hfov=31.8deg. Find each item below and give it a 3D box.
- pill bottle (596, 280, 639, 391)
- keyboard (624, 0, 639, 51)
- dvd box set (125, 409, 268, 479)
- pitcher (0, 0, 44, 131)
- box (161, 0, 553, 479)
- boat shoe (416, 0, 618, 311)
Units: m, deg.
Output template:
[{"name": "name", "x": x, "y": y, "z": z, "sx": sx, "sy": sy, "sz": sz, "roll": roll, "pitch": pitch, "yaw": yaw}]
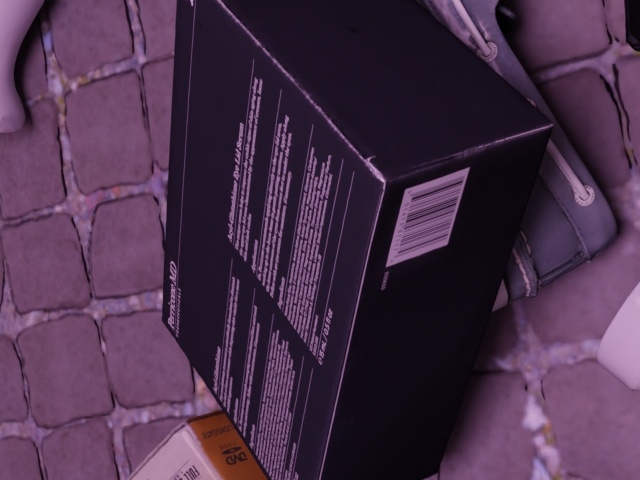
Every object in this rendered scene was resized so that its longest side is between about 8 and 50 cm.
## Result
[{"name": "pill bottle", "x": 0.244, "y": 0.087, "z": 0.539, "sx": 0.208, "sy": 0.117, "sz": 0.118, "roll": 39, "pitch": 111, "yaw": 23}, {"name": "keyboard", "x": 0.208, "y": -0.201, "z": 0.602, "sx": 0.100, "sy": 0.038, "sz": 0.192, "roll": 1, "pitch": 95, "yaw": 53}, {"name": "dvd box set", "x": -0.048, "y": 0.372, "z": 0.758, "sx": 0.308, "sy": 0.062, "sz": 0.420, "roll": -48, "pitch": 70, "yaw": 23}, {"name": "pitcher", "x": -0.270, "y": -0.205, "z": 0.831, "sx": 0.177, "sy": 0.125, "sz": 0.207, "roll": 35, "pitch": 121, "yaw": 40}, {"name": "box", "x": 0.000, "y": 0.000, "z": 0.600, "sx": 0.184, "sy": 0.103, "sz": 0.261, "roll": 48, "pitch": 145, "yaw": 34}, {"name": "boat shoe", "x": 0.073, "y": -0.119, "z": 0.651, "sx": 0.099, "sy": 0.116, "sz": 0.320, "roll": -21, "pitch": 79, "yaw": 1}]
